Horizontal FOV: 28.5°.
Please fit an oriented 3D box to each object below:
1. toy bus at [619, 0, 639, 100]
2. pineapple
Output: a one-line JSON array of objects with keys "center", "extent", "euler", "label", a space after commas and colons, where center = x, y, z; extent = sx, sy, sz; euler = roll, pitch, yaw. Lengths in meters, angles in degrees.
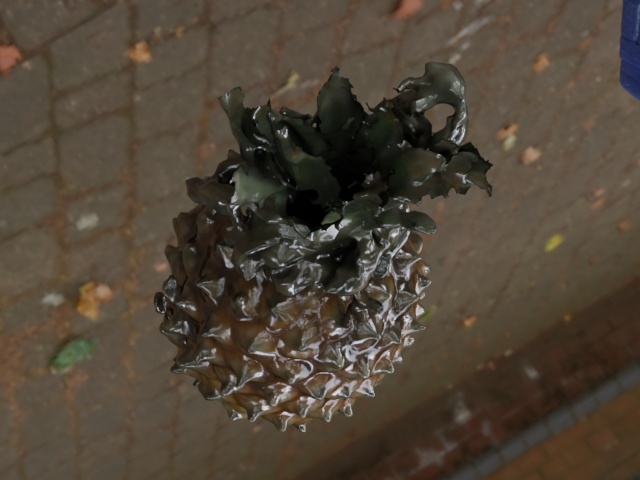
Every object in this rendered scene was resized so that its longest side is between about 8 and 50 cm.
[{"center": [0.277, -0.209, 0.946], "extent": [0.094, 0.079, 0.237], "euler": [-10, 121, -13], "label": "toy bus"}, {"center": [0.000, 0.000, 0.694], "extent": [0.175, 0.175, 0.361], "euler": [-25, 167, -21], "label": "pineapple"}]
